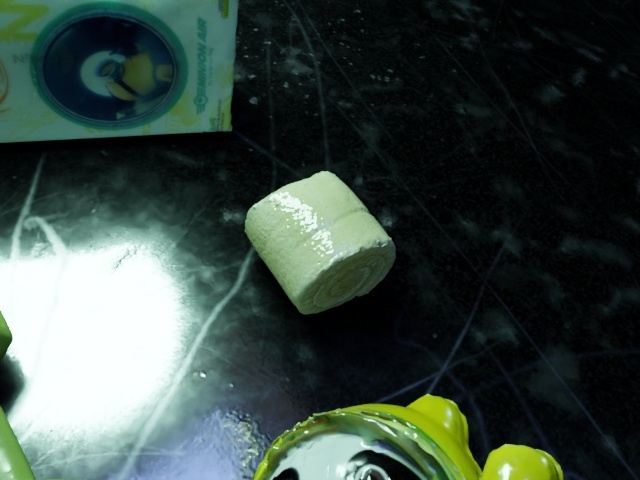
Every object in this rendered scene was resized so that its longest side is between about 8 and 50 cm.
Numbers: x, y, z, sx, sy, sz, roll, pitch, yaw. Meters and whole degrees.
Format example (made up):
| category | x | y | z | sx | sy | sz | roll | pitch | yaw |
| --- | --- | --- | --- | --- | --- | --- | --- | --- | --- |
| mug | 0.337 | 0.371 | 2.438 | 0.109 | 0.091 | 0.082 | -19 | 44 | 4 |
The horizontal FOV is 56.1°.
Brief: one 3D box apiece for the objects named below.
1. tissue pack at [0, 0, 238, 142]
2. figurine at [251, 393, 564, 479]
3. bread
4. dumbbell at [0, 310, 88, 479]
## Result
| category | x | y | z | sx | sy | sz | roll | pitch | yaw |
| --- | --- | --- | --- | --- | --- | --- | --- | --- | --- |
| tissue pack | -0.315 | -0.284 | 0.812 | 0.388 | 0.287 | 0.162 | -7 | 49 | -19 |
| figurine | 0.047 | 0.293 | 0.470 | 0.324 | 0.231 | 0.340 | -19 | 44 | 18 |
| bread | 0.000 | 0.000 | 0.753 | 0.148 | 0.134 | 0.141 | -14 | 55 | -39 |
| dumbbell | -0.304 | 0.180 | 0.544 | 0.108 | 0.121 | 0.302 | -41 | 66 | -4 |
